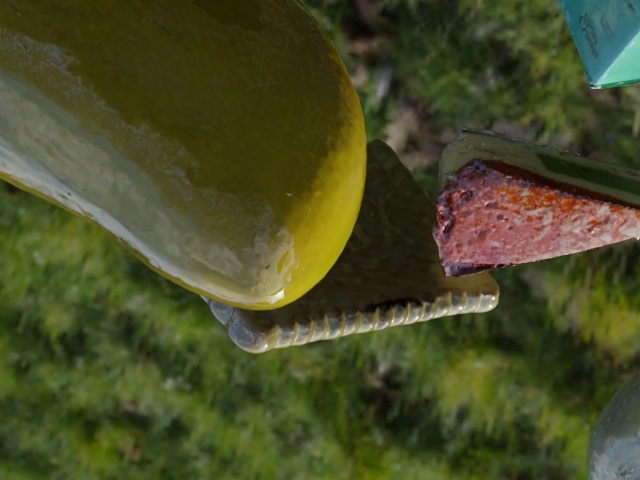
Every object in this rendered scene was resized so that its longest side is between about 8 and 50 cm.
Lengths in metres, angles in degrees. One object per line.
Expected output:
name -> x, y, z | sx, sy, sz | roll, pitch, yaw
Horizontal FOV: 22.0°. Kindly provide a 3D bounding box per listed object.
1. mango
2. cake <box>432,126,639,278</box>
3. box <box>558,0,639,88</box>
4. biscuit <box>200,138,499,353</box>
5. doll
mango -> -0.102, -0.098, 0.837 | 0.332, 0.195, 0.142 | 33, 141, 18
cake -> 0.201, -0.051, 1.446 | 0.220, 0.086, 0.116 | -13, 125, 4
box -> 0.340, -0.312, 1.581 | 0.118, 0.205, 0.311 | -6, 155, -23
biscuit -> 0.000, 0.000, 1.452 | 0.325, 0.217, 0.044 | -8, 142, -45
doll -> 0.312, 0.133, 1.239 | 0.149, 0.278, 0.175 | 34, 127, 21
